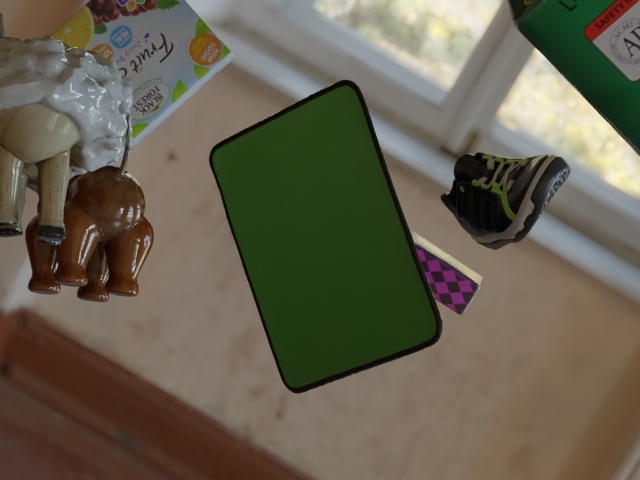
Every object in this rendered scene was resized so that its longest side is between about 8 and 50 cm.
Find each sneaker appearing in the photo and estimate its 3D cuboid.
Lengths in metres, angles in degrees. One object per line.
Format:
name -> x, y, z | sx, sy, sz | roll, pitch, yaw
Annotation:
sneaker -> 0.178, -0.050, 1.846 | 0.097, 0.084, 0.235 | 38, -19, -2

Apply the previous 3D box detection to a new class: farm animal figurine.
farm animal figurine -> -0.252, -0.076, 0.961 | 0.330, 0.172, 0.327 | 5, -9, 0

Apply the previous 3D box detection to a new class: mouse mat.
mouse mat -> 0.000, 0.000, 1.226 | 0.007, 0.152, 0.190 | -11, 81, -50

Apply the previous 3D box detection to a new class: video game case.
video game case -> 0.064, -0.004, 1.855 | 0.232, 0.042, 0.210 | 34, 5, 5

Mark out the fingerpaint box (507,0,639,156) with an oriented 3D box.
fingerpaint box -> 0.316, -0.305, 1.163 | 0.163, 0.445, 0.371 | 41, 21, -20

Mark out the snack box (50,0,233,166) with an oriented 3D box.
snack box -> -0.149, -0.127, 1.315 | 0.100, 0.141, 0.037 | 48, -1, 0
